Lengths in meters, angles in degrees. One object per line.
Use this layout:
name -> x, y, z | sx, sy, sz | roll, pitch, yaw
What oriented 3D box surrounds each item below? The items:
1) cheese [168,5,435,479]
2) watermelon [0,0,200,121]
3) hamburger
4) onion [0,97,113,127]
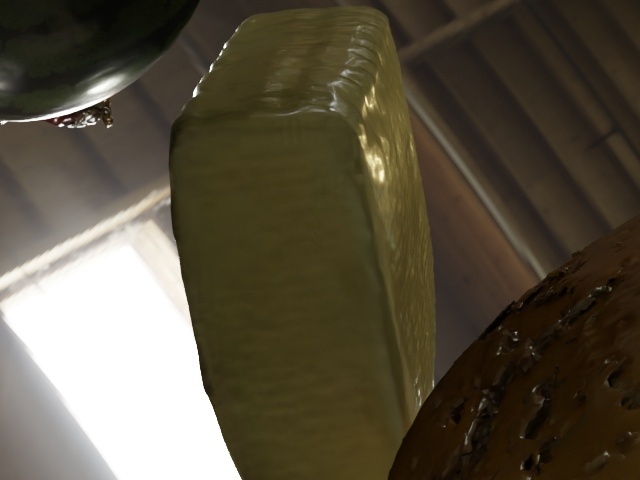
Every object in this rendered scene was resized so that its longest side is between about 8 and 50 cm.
cheese -> 0.000, 0.000, 0.936 | 0.265, 0.124, 0.242 | -76, -20, -69
watermelon -> -0.159, -0.170, 0.831 | 0.212, 0.212, 0.212 | 21, -128, -29
hamburger -> 0.157, 0.106, 0.684 | 0.174, 0.284, 0.304 | 42, -174, -12
onion -> -0.244, -0.139, 1.108 | 0.218, 0.140, 0.195 | 35, -132, -6
